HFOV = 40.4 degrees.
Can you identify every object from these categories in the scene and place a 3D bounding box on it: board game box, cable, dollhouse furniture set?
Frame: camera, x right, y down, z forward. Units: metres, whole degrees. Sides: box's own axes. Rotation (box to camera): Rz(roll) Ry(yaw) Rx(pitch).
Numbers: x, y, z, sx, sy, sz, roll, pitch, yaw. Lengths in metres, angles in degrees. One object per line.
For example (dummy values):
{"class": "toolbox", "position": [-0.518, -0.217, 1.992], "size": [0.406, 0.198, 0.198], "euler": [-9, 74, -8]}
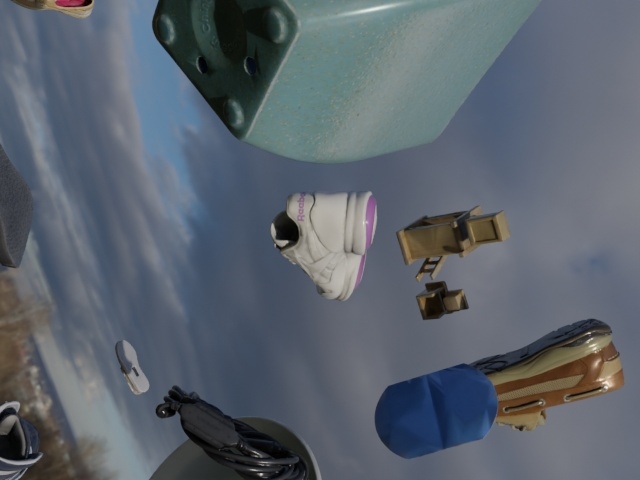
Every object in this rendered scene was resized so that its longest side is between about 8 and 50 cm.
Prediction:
{"class": "board game box", "position": [0.159, 0.239, 1.175], "size": [0.133, 0.169, 0.033], "euler": [-100, 169, -52]}
{"class": "cable", "position": [-0.098, 0.225, 0.979], "size": [0.185, 0.047, 0.150], "euler": [29, -9, 2]}
{"class": "dollhouse furniture set", "position": [0.241, 0.034, 1.379], "size": [0.182, 0.101, 0.160], "euler": [-9, -77, 40]}

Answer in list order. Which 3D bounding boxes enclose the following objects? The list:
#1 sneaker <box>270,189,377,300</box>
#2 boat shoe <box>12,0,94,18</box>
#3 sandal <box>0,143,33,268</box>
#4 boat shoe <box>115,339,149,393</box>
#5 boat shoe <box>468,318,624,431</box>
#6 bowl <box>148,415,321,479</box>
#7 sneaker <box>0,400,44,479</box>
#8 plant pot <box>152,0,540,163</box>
{"class": "sneaker", "position": [0.000, 0.000, 1.334], "size": [0.305, 0.152, 0.114], "euler": [98, -1, -64]}
{"class": "boat shoe", "position": [-0.527, -0.483, 1.705], "size": [0.059, 0.170, 0.062], "euler": [-14, -106, 59]}
{"class": "sandal", "position": [-0.406, -0.056, 1.064], "size": [0.254, 0.055, 0.097], "euler": [95, 3, -57]}
{"class": "boat shoe", "position": [-0.334, 0.222, 1.514], "size": [0.035, 0.035, 0.100], "euler": [-29, -90, 40]}
{"class": "boat shoe", "position": [0.296, 0.229, 1.303], "size": [0.119, 0.324, 0.122], "euler": [63, 24, 0]}
{"class": "bowl", "position": [-0.095, 0.380, 1.075], "size": [0.134, 0.298, 0.298], "euler": [49, -3, -38]}
{"class": "sneaker", "position": [-0.436, 0.285, 1.219], "size": [0.099, 0.153, 0.282], "euler": [60, 10, 5]}
{"class": "plant pot", "position": [0.002, -0.213, 0.776], "size": [0.247, 0.252, 0.247], "euler": [51, -40, 14]}
